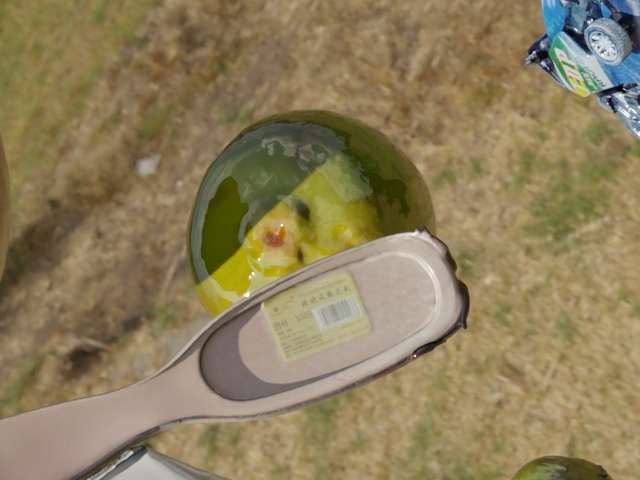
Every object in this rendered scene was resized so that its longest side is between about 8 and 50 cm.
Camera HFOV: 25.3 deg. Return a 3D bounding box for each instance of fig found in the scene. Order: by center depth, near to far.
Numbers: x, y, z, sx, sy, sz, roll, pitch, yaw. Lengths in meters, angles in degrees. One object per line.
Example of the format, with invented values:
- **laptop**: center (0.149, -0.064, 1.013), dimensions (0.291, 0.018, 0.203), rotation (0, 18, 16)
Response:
- **fig**: center (-0.007, -0.006, 1.157), dimensions (0.207, 0.207, 0.230), rotation (-56, 7, 13)

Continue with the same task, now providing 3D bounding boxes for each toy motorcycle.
- **toy motorcycle**: center (0.196, -0.171, 1.025), dimensions (0.092, 0.254, 0.135), rotation (-42, 45, -18)

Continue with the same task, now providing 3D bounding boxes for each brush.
- **brush**: center (-0.064, 0.081, 0.763), dimensions (0.072, 0.313, 0.067), rotation (63, 163, 12)

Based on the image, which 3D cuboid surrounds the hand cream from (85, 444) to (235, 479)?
- **hand cream**: center (-0.074, 0.230, 1.081), dimensions (0.121, 0.336, 0.076), rotation (-42, 48, 16)

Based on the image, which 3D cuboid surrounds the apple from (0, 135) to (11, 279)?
- **apple**: center (-0.362, -0.030, 1.015), dimensions (0.345, 0.269, 0.344), rotation (44, 143, 46)

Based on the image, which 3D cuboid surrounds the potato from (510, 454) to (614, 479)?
- **potato**: center (0.246, 0.324, 1.387), dimensions (0.298, 0.176, 0.141), rotation (-77, -9, -61)
